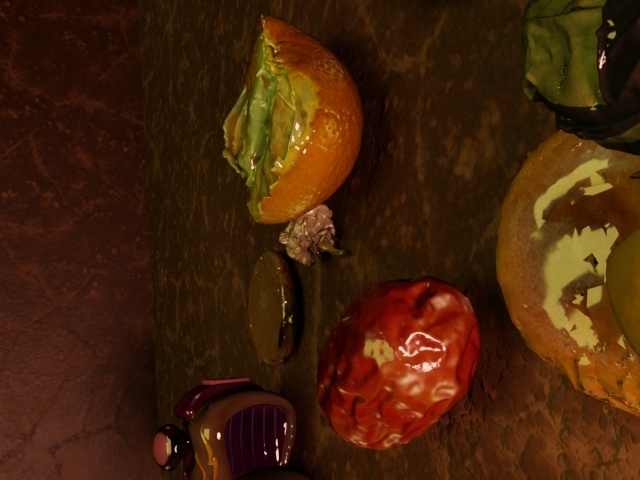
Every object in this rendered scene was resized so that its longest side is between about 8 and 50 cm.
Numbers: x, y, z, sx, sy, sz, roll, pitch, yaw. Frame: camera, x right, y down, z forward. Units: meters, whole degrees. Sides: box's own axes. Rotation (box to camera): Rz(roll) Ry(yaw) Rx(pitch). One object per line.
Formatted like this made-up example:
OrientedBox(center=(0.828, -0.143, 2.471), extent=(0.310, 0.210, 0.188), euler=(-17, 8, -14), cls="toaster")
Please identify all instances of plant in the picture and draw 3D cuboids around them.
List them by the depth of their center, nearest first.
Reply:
OrientedBox(center=(0.000, 0.000, 1.063), extent=(0.122, 0.104, 0.116), euler=(33, 165, 25), cls="plant")

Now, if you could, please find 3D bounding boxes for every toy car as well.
OrientedBox(center=(-0.123, 0.412, 1.122), extent=(0.240, 0.271, 0.341), euler=(-13, 77, 45), cls="toy car")

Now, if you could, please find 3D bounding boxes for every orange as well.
OrientedBox(center=(-0.049, -0.179, 1.003), extent=(0.263, 0.196, 0.335), euler=(-58, 43, 25), cls="orange")

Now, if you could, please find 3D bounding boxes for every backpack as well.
OrientedBox(center=(0.245, -0.126, 0.401), extent=(0.253, 0.206, 0.140), euler=(-145, 46, -67), cls="backpack")

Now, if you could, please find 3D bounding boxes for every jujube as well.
OrientedBox(center=(0.087, 0.144, 0.753), extent=(0.250, 0.174, 0.174), euler=(114, 146, -45), cls="jujube")

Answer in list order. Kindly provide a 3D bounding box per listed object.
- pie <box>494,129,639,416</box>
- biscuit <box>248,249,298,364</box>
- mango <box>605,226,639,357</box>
OrientedBox(center=(0.250, 0.013, 0.525), extent=(0.273, 0.069, 0.274), euler=(5, 96, 55), cls="pie")
OrientedBox(center=(-0.093, 0.131, 1.264), extent=(0.226, 0.042, 0.226), euler=(179, 90, -66), cls="biscuit")
OrientedBox(center=(0.309, 0.037, 0.303), extent=(0.331, 0.142, 0.195), euler=(-33, 80, 56), cls="mango")
